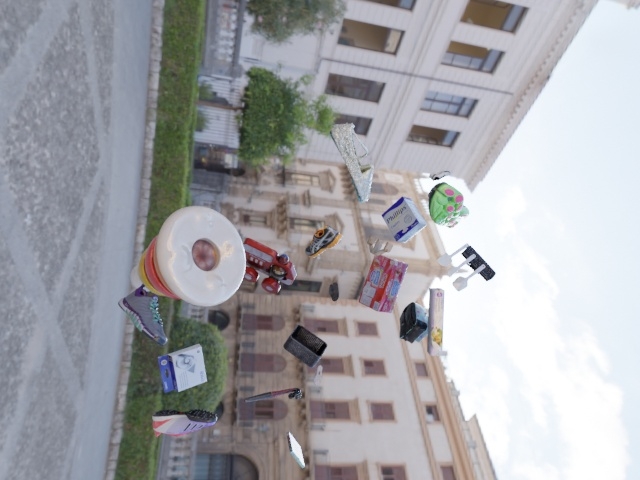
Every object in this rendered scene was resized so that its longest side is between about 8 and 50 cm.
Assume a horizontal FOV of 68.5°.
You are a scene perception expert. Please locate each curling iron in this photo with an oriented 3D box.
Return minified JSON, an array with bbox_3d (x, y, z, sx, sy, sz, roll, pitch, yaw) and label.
[{"bbox_3d":[-0.213,0.710,2.155,0.068,0.274,0.035,-157,-110,-67],"label":"curling iron"}]

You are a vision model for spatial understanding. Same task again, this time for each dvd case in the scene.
[{"bbox_3d":[-0.094,0.781,1.758,0.087,0.013,0.119,57,-3,-15],"label":"dvd case"}]

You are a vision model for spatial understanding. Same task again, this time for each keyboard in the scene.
[{"bbox_3d":[0.761,0.115,2.261,0.100,0.192,0.038,-42,175,-20],"label":"keyboard"}]

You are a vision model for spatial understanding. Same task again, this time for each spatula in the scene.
[{"bbox_3d":[0.618,0.110,2.050,0.168,0.242,0.019,55,-39,12],"label":"spatula"}]

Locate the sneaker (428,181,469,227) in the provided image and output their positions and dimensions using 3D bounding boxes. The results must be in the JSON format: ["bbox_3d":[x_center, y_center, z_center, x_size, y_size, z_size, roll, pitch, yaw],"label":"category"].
[{"bbox_3d":[0.588,-0.185,2.281,0.202,0.185,0.483,52,11,21],"label":"sneaker"}]

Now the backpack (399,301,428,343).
[{"bbox_3d":[0.492,0.424,2.451,0.188,0.144,0.166,-92,-153,-52],"label":"backpack"}]

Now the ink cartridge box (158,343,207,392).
[{"bbox_3d":[-0.731,0.688,2.502,0.045,0.224,0.223,23,-57,56],"label":"ink cartridge box"}]

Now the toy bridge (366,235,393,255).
[{"bbox_3d":[0.221,0.027,1.812,0.063,0.026,0.188,-62,-162,0],"label":"toy bridge"}]

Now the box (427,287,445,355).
[{"bbox_3d":[0.557,0.392,2.270,0.067,0.063,0.324,-134,-135,-85],"label":"box"}]

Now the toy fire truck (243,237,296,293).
[{"bbox_3d":[-0.261,0.118,2.360,0.169,0.302,0.254,-64,-179,-32],"label":"toy fire truck"}]

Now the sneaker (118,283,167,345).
[{"bbox_3d":[-0.511,0.216,1.403,0.098,0.224,0.083,-47,151,-14],"label":"sneaker"}]

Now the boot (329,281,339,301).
[{"bbox_3d":[0.075,0.306,2.740,0.099,0.045,0.121,122,-29,-64],"label":"boot"}]

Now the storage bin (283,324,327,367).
[{"bbox_3d":[-0.072,0.506,2.257,0.084,0.180,0.122,-57,175,28],"label":"storage bin"}]

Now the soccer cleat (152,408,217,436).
[{"bbox_3d":[-0.641,0.872,2.230,0.108,0.318,0.116,6,82,-82],"label":"soccer cleat"}]

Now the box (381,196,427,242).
[{"bbox_3d":[0.331,-0.082,1.868,0.126,0.072,0.137,-43,-121,30],"label":"box"}]

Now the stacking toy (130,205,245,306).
[{"bbox_3d":[-0.541,0.092,1.728,0.480,0.351,0.350,-16,-116,40],"label":"stacking toy"}]

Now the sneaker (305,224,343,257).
[{"bbox_3d":[0.000,0.000,1.889,0.215,0.083,0.084,-33,-163,46],"label":"sneaker"}]

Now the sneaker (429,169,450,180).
[{"bbox_3d":[0.606,-0.323,2.372,0.040,0.109,0.043,77,-3,-46],"label":"sneaker"}]

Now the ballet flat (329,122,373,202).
[{"bbox_3d":[0.175,-0.366,2.216,0.409,0.147,0.147,64,1,-24],"label":"ballet flat"}]

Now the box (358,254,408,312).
[{"bbox_3d":[0.300,0.204,2.247,0.128,0.123,0.256,21,-86,43],"label":"box"}]

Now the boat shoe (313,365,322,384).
[{"bbox_3d":[-0.015,0.696,2.424,0.035,0.035,0.100,115,-11,-64],"label":"boat shoe"}]
